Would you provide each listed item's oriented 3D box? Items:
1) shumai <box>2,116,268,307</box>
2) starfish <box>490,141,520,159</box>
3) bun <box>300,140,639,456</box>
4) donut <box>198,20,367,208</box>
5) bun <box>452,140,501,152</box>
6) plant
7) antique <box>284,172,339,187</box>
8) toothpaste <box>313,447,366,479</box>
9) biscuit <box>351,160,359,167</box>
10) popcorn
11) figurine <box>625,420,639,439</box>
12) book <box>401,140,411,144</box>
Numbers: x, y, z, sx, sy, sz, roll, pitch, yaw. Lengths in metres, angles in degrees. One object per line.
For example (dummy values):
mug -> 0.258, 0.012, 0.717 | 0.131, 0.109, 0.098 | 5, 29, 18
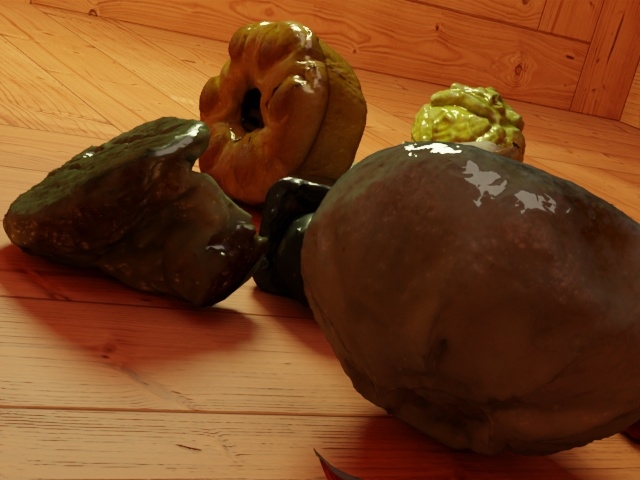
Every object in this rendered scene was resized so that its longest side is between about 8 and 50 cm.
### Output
shumai -> -0.207, -0.006, 1.400 | 0.271, 0.204, 0.222 | -5, 27, 42
starfish -> 0.194, 0.033, 1.327 | 0.301, 0.293, 0.084 | -20, 23, 53
bun -> 0.150, 0.071, 1.136 | 0.361, 0.362, 0.211 | 19, 58, 14
donut -> -0.067, -0.183, 1.886 | 0.150, 0.299, 0.317 | 19, 42, -34
bun -> 0.182, -0.048, 1.641 | 0.263, 0.175, 0.263 | 37, -9, 7
plant -> 0.000, 0.000, 1.522 | 0.164, 0.142, 0.256 | 13, 11, -14
antique -> 0.081, -0.028, 1.805 | 0.310, 0.093, 0.087 | 5, 18, -38
toothpaste -> 0.080, 0.234, 0.909 | 0.075, 0.048, 0.301 | 3, 16, -27
biscuit -> 0.213, -0.057, 2.087 | 0.426, 0.079, 0.144 | 8, 17, -26
popcorn -> 0.300, -0.206, 2.504 | 0.259, 0.212, 0.259 | 14, 22, -6
figurine -> 0.402, 0.130, 1.343 | 0.154, 0.193, 0.421 | 17, 19, -6
book -> 0.285, -0.106, 2.133 | 0.289, 0.026, 0.201 | 13, 14, -10
